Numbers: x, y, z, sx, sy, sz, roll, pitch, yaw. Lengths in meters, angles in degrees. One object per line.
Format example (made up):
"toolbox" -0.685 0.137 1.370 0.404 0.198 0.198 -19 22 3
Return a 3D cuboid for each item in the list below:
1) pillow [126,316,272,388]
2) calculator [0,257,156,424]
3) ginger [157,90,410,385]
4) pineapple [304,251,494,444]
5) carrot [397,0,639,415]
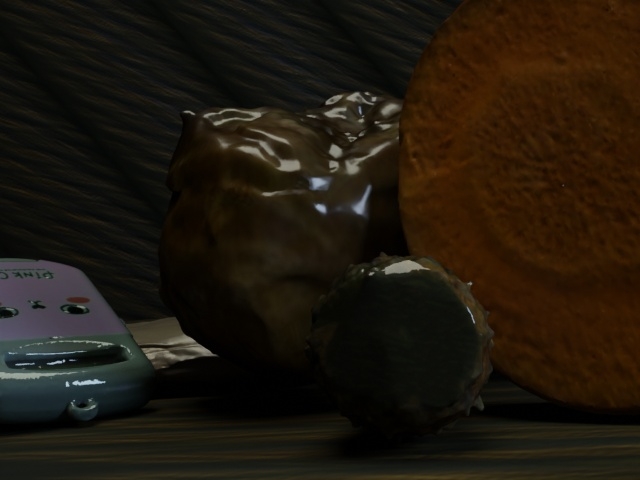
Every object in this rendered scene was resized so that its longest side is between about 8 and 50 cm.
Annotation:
"pillow" -0.117 0.105 0.874 0.270 0.067 0.173 -5 4 1
"calculator" -0.231 0.080 0.762 0.141 0.045 0.246 1 24 -33
"ginger" 0.003 0.001 0.739 0.269 0.223 0.200 -7 17 -30
"pineapple" 0.048 0.072 0.563 0.108 0.108 0.198 -5 -14 2
"carrot" 0.178 -0.041 0.588 0.258 0.307 0.100 -37 -27 19
